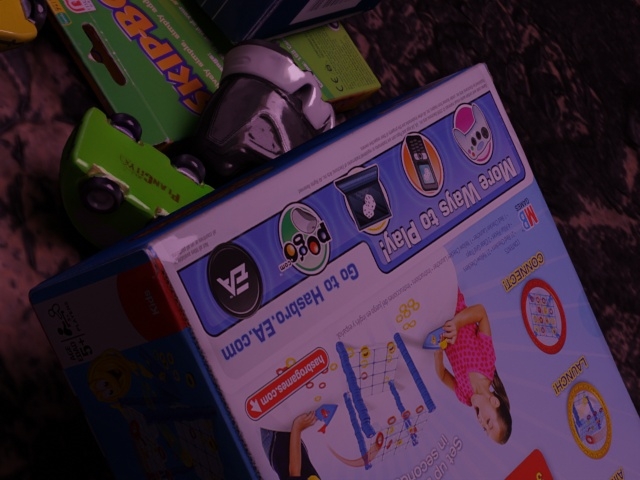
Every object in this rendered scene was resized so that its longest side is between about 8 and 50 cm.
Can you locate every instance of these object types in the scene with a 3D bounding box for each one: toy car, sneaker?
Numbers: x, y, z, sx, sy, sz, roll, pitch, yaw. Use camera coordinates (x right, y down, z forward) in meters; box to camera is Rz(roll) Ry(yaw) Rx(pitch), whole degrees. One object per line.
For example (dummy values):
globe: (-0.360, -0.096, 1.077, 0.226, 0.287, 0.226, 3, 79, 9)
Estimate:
toy car: (-0.150, -0.052, 0.841, 0.225, 0.053, 0.239, 35, 39, -22)
sneaker: (0.000, 0.000, 0.958, 0.234, 0.078, 0.106, 50, 54, -26)

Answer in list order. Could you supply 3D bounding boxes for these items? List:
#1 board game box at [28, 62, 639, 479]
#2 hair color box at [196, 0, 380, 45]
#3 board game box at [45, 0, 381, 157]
board game box: (0.041, 0.097, 0.824, 0.308, 0.086, 0.302, -31, 99, -51)
hair color box: (-0.088, -0.294, 1.048, 0.347, 0.105, 0.174, 51, 33, 9)
board game box: (-0.069, -0.122, 1.015, 0.124, 0.039, 0.259, 58, 32, 8)
